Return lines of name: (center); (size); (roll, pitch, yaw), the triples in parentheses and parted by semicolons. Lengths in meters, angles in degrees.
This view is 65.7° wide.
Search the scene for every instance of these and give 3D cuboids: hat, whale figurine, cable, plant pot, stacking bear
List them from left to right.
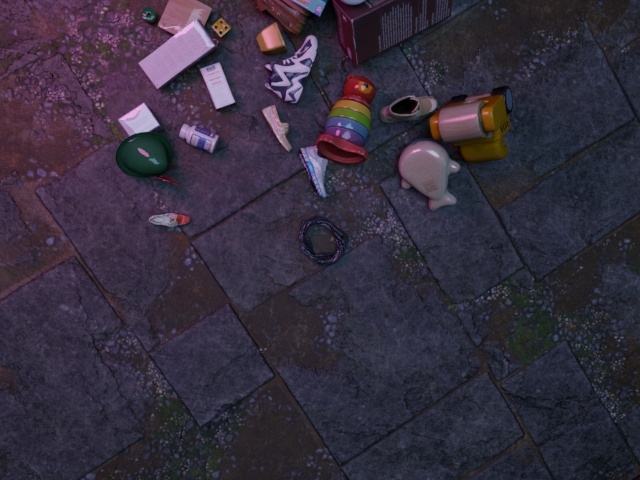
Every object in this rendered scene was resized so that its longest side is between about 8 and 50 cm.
hat: (-0.521, -0.225, 1.565); (0.209, 0.183, 0.173); (-16, 137, -24)
plant pot: (-0.167, -0.669, 1.664); (0.083, 0.081, 0.081); (-20, 97, 7)
cable: (0.000, 0.000, 1.752); (0.184, 0.047, 0.150); (36, 94, -11)
stacking bear: (0.105, -0.421, 1.677); (0.176, 0.164, 0.288); (20, 80, -9)
whale figurine: (0.388, -0.238, 1.747); (0.216, 0.141, 0.272); (-19, 120, 29)

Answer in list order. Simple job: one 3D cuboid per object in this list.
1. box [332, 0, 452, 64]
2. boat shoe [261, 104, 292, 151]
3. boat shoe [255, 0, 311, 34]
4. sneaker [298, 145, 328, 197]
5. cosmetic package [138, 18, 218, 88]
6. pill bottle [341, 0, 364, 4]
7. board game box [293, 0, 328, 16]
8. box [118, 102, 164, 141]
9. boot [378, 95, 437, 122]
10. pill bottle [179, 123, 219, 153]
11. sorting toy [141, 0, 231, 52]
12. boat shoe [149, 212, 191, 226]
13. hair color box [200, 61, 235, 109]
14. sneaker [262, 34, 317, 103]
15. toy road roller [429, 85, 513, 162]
box: (0.243, -0.767, 1.637); (0.381, 0.191, 0.143); (-30, 63, -6)
boat shoe: (-0.136, -0.385, 1.693); (0.059, 0.063, 0.170); (-30, 97, 1)
boat shoe: (-0.176, -0.798, 1.633); (0.307, 0.111, 0.104); (37, 120, 6)
sneaker: (-0.004, -0.242, 1.719); (0.083, 0.071, 0.190); (-22, 97, -11)
cosmetic package: (-0.459, -0.601, 1.606); (0.239, 0.060, 0.099); (-31, 103, 11)
pill bottle: (0.038, -0.850, 1.524); (0.160, 0.160, 0.283); (-40, 54, -3)
board game box: (-0.046, -0.809, 1.608); (0.160, 0.210, 0.047); (27, 126, -9)
box: (-0.582, -0.379, 1.615); (0.101, 0.102, 0.087); (-34, 100, -3)
boot: (0.318, -0.457, 1.695); (0.213, 0.165, 0.077); (-13, 96, -5)
pill bottle: (-0.406, -0.344, 1.658); (0.120, 0.067, 0.067); (23, 91, -9)
sorting toy: (-0.436, -0.726, 1.637); (0.275, 0.046, 0.132); (24, 90, -8)
boat shoe: (-0.508, -0.070, 1.676); (0.137, 0.043, 0.049); (1, 92, -9)
hair color box: (-0.344, -0.516, 1.666); (0.072, 0.043, 0.141); (-21, 97, -6)
sneaker: (-0.112, -0.597, 1.664); (0.153, 0.094, 0.234); (19, 101, -17)
toy road roller: (0.529, -0.363, 1.666); (0.329, 0.203, 0.240); (-39, 119, -47)
